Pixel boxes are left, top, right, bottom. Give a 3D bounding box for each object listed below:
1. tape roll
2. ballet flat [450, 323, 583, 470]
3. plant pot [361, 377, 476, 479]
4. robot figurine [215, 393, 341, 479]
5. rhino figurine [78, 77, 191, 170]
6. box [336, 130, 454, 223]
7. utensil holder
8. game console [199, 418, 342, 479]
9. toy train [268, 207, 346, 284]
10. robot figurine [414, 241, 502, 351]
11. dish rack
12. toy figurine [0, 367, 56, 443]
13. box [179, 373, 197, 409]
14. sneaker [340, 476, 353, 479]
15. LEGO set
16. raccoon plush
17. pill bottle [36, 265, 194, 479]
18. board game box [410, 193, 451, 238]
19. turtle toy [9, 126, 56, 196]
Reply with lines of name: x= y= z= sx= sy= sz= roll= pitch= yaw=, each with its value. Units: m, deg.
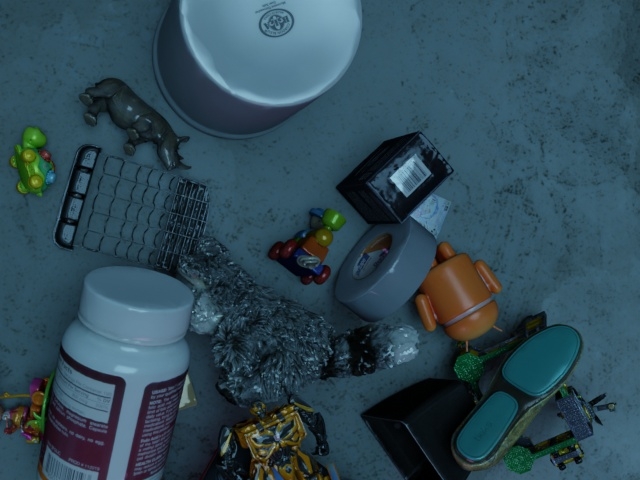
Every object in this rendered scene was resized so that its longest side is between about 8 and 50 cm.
tape roll: x=0.126 y=0.051 z=1.743 sx=0.072 sy=0.219 sz=0.219 roll=38 pitch=81 yaw=-20
ballet flat: x=0.379 y=0.307 z=1.721 sx=0.123 sy=0.123 sz=0.348 roll=46 pitch=75 yaw=-11
plant pot: x=0.229 y=0.382 z=1.806 sx=0.167 sy=0.188 sz=0.187 roll=-38 pitch=99 yaw=-24
robot figurine: x=-0.057 y=0.415 z=1.546 sx=0.211 sy=0.085 sz=0.291 roll=-22 pitch=95 yaw=-22
rhino figurine: x=-0.339 y=-0.216 z=1.686 sx=0.243 sy=0.073 sz=0.106 roll=39 pitch=44 yaw=-13
box: x=0.143 y=-0.120 z=1.755 sx=0.153 sy=0.207 sz=0.108 roll=-44 pitch=101 yaw=-10
utensil holder: x=-0.122 y=-0.360 z=1.591 sx=0.327 sy=0.385 sz=0.328 roll=0 pitch=91 yaw=-15
game console: x=-0.076 y=0.548 z=1.590 sx=0.386 sy=0.060 sz=0.342 roll=40 pitch=51 yaw=-15
toy train: x=0.000 y=0.000 z=1.700 sx=0.105 sy=0.248 sz=0.143 roll=38 pitch=77 yaw=-12
robot figurine: x=0.279 y=0.113 z=1.823 sx=0.158 sy=0.128 sz=0.219 roll=-22 pitch=79 yaw=-49
dish rack: x=-0.354 y=-0.053 z=1.695 sx=0.271 sy=0.074 sz=0.208 roll=16 pitch=88 yaw=-16
toy figurine: x=-0.568 y=0.307 z=1.635 sx=0.159 sy=0.130 sz=0.173 roll=7 pitch=113 yaw=-2
box: x=-0.357 y=0.270 z=1.720 sx=0.201 sy=0.021 sz=0.164 roll=-16 pitch=94 yaw=-14
sneaker: x=-0.017 y=0.567 z=1.782 sx=0.297 sy=0.111 sz=0.129 roll=-8 pitch=122 yaw=-23
LEGO set: x=0.439 y=0.308 z=1.881 sx=0.255 sy=0.192 sz=0.331 roll=-36 pitch=89 yaw=17
raccoon plush: x=-0.065 y=0.113 z=1.665 sx=0.446 sy=0.216 sz=0.299 roll=-15 pitch=102 yaw=-3
pill bottle: x=-0.353 y=0.258 z=1.548 sx=0.224 sy=0.224 sz=0.392 roll=11 pitch=107 yaw=-15
board game box: x=0.219 y=-0.058 z=1.872 sx=0.090 sy=0.020 sz=0.090 roll=25 pitch=84 yaw=-14
turtle toy: x=-0.529 y=-0.145 z=1.642 sx=0.066 sy=0.095 sz=0.130 roll=-16 pitch=96 yaw=-36
